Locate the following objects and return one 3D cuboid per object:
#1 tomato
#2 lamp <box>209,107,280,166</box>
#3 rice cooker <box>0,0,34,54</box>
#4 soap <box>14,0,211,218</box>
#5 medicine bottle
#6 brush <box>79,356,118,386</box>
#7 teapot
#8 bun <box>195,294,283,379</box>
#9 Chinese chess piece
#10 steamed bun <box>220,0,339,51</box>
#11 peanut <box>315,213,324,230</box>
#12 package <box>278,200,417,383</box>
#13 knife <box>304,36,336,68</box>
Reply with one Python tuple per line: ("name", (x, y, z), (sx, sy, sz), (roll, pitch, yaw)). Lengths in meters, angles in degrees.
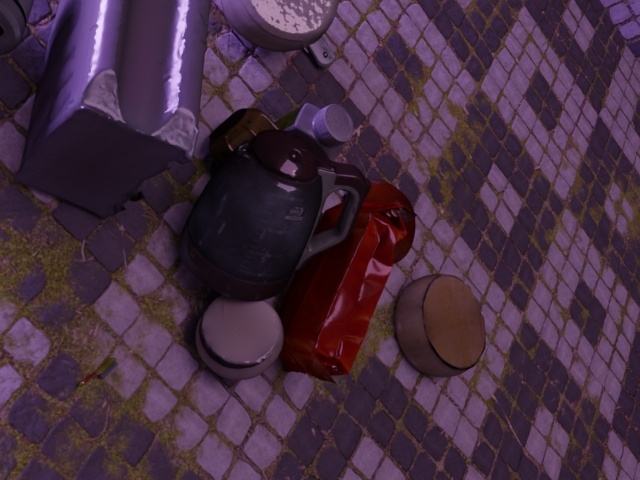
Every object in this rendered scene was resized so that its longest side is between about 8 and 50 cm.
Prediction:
("tomato", (0.169, -0.059, 2.079), (0.228, 0.112, 0.199), (49, 47, -24))
("lamp", (-0.136, -0.180, 1.801), (0.185, 0.161, 0.161), (48, 49, -24))
("rice cooker", (-0.588, -0.430, 1.425), (0.226, 0.226, 0.244), (24, 60, -36))
("soap", (-0.360, -0.309, 1.519), (0.213, 0.350, 0.435), (18, 62, -29))
("medicine bottle", (-0.021, -0.230, 1.899), (0.132, 0.188, 0.088), (43, 51, -25))
("brush", (-0.393, 0.238, 1.510), (0.083, 0.018, 0.021), (-41, 114, -45))
("teapot", (-0.074, -0.059, 1.642), (0.315, 0.312, 0.233), (12, 39, -25))
("bun", (-0.158, 0.195, 1.672), (0.172, 0.120, 0.173), (4, 60, -7))
("Chinese chess piece", (0.299, 0.209, 2.110), (0.257, 0.104, 0.257), (16, 66, -40))
("steamed bun", (-0.104, -0.562, 1.933), (0.283, 0.177, 0.283), (3, 84, -29))
("peanut", (0.000, 0.000, 1.910), (0.214, 0.099, 0.099), (56, 47, -20))
("package", (0.041, 0.084, 1.776), (0.123, 0.196, 0.424), (34, 75, -32))
("knife", (-0.059, -0.531, 2.074), (0.265, 0.040, 0.073), (51, 59, -18))
